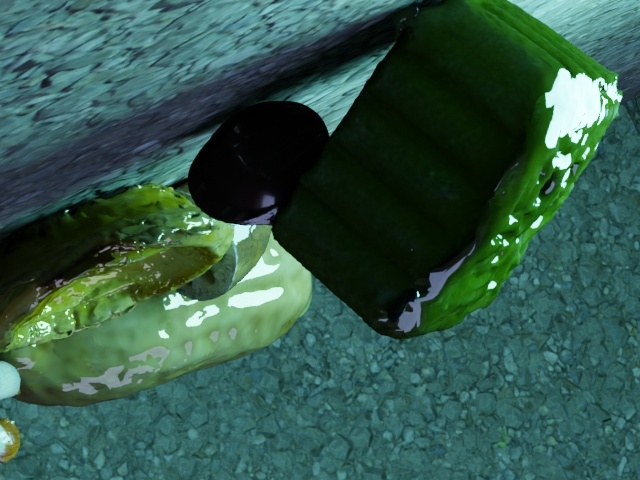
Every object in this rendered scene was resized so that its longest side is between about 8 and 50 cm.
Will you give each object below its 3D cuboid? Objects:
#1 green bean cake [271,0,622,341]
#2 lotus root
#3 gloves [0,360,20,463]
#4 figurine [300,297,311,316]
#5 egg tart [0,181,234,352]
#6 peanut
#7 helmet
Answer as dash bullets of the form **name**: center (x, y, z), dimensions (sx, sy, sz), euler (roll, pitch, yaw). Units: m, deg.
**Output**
- **green bean cake**: center (0.109, -0.059, 1.474), dimensions (0.250, 0.156, 0.247), euler (-54, 165, 15)
- **lotus root**: center (-0.106, -0.006, 1.811), dimensions (0.081, 0.112, 0.122), euler (-31, -179, -44)
- **gloves**: center (-0.349, 0.130, 1.717), dimensions (0.219, 0.140, 0.131), euler (-16, 126, -57)
- **figurine**: center (-0.005, -0.008, 2.179), dimensions (0.275, 0.158, 0.161), euler (-27, -174, 44)
- **egg tart**: center (-0.207, 0.018, 1.669), dimensions (0.279, 0.095, 0.279), euler (-23, 172, -4)
- **peanut**: center (-0.182, 0.061, 1.932), dimensions (0.387, 0.169, 0.192), euler (-18, -157, -32)
- **helmet**: center (-0.042, -0.068, 1.496), dimensions (0.123, 0.098, 0.070), euler (-23, 148, -37)
